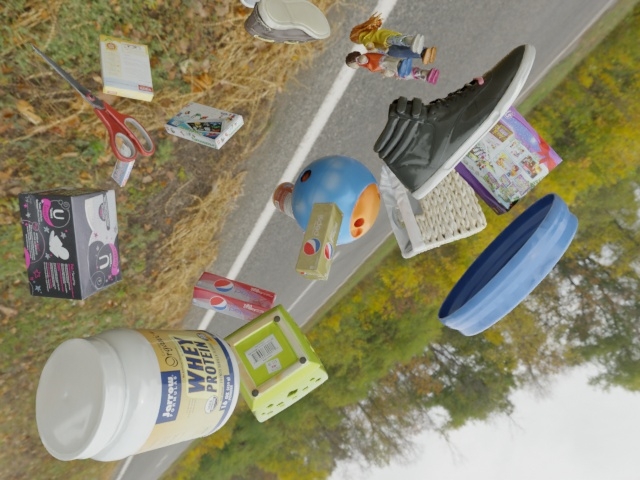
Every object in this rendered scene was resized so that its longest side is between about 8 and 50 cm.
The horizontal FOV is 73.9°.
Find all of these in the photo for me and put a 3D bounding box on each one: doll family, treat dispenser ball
[{"bbox_3d":[0.155,-0.417,0.924,0.263,0.163,0.118,-19,126,-55],"label":"doll family"},{"bbox_3d":[0.050,-0.130,1.376,0.288,0.288,0.288,-39,169,-9],"label":"treat dispenser ball"}]

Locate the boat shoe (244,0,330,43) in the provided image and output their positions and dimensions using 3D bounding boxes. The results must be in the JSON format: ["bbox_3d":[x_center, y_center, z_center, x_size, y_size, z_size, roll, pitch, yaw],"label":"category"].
[{"bbox_3d":[-0.090,-0.639,1.261,0.097,0.116,0.324,-19,-173,38],"label":"boat shoe"}]

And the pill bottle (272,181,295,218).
[{"bbox_3d":[-0.078,-0.140,1.639,0.121,0.216,0.121,-25,129,-34],"label":"pill bottle"}]

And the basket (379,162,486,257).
[{"bbox_3d":[0.389,-0.133,1.550,0.267,0.328,0.331,-18,172,4],"label":"basket"}]

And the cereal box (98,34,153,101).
[{"bbox_3d":[-0.739,-0.653,1.618,0.173,0.240,0.047,0,159,-36],"label":"cereal box"}]

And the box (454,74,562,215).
[{"bbox_3d":[0.422,-0.236,1.060,0.201,0.293,0.057,-41,178,-7],"label":"box"}]

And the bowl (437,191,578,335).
[{"bbox_3d":[0.432,0.062,0.999,0.391,0.077,0.391,-48,171,-10],"label":"bowl"}]

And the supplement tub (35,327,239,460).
[{"bbox_3d":[-0.337,0.288,0.831,0.228,0.228,0.316,-44,152,14],"label":"supplement tub"}]

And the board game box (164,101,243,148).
[{"bbox_3d":[-0.529,-0.528,1.932,0.193,0.305,0.053,-55,154,-29],"label":"board game box"}]

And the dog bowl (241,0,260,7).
[{"bbox_3d":[-0.183,-0.895,1.368,0.265,0.104,0.265,-38,179,-1],"label":"dog bowl"}]

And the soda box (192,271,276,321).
[{"bbox_3d":[-0.289,0.196,1.433,0.092,0.263,0.083,-75,-179,-59],"label":"soda box"}]

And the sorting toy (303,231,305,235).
[{"bbox_3d":[-0.019,-0.021,1.714,0.102,0.042,0.061,-2,154,-8],"label":"sorting toy"}]

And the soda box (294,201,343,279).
[{"bbox_3d":[0.000,0.000,1.006,0.058,0.061,0.181,46,52,-50],"label":"soda box"}]

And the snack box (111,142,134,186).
[{"bbox_3d":[-0.773,-0.296,1.674,0.178,0.064,0.022,-51,170,34],"label":"snack box"}]

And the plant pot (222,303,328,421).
[{"bbox_3d":[-0.130,0.312,1.118,0.228,0.227,0.207,-31,157,-12],"label":"plant pot"}]

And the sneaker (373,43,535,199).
[{"bbox_3d":[0.203,-0.221,0.705,0.295,0.147,0.104,-51,-173,24],"label":"sneaker"}]

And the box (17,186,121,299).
[{"bbox_3d":[-0.597,0.001,1.039,0.163,0.142,0.247,-54,148,-74],"label":"box"}]

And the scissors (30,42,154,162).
[{"bbox_3d":[-0.486,-0.303,0.937,0.021,0.297,0.109,-15,-151,38],"label":"scissors"}]
